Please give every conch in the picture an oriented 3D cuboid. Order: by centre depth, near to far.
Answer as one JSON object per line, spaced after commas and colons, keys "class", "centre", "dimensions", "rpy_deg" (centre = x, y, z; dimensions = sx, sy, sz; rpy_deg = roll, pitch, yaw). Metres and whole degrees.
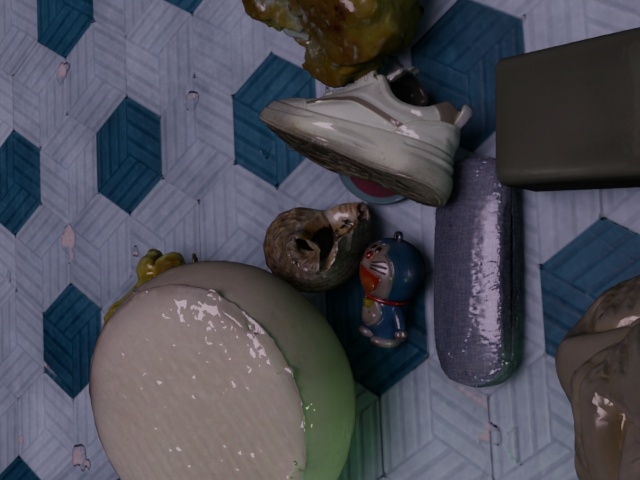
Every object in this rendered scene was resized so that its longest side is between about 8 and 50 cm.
{"class": "conch", "centre": [0.000, 0.000, 1.340], "dimensions": [0.130, 0.207, 0.155], "rpy_deg": [38, 89, -4]}

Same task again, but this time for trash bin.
{"class": "trash bin", "centre": [0.321, -0.141, 1.102], "dimensions": [0.240, 0.122, 0.164], "rpy_deg": [-1, 86, 42]}

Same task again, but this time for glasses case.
{"class": "glasses case", "centre": [0.190, 0.038, 1.229], "dimensions": [0.109, 0.067, 0.282], "rpy_deg": [-4, 85, 46]}

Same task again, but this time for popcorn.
{"class": "popcorn", "centre": [-0.232, 0.121, 1.524], "dimensions": [0.168, 0.173, 0.195], "rpy_deg": [28, 77, 1]}

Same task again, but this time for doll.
{"class": "doll", "centre": [0.089, 0.060, 1.303], "dimensions": [0.114, 0.085, 0.152], "rpy_deg": [38, 123, 55]}

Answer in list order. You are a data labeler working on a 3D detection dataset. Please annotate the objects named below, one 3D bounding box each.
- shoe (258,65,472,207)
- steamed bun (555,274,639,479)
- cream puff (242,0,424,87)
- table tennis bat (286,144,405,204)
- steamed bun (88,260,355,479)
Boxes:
{"class": "shoe", "centre": [0.065, -0.160, 1.286], "dimensions": [0.316, 0.124, 0.159], "rpy_deg": [28, 86, 37]}
{"class": "steamed bun", "centre": [0.412, 0.137, 0.899], "dimensions": [0.367, 0.342, 0.255], "rpy_deg": [-29, 94, 28]}
{"class": "cream puff", "centre": [0.024, -0.342, 1.333], "dimensions": [0.282, 0.185, 0.282], "rpy_deg": [38, 154, 22]}
{"class": "table tennis bat", "centre": [0.053, -0.131, 1.377], "dimensions": [0.244, 0.040, 0.153], "rpy_deg": [12, 93, 35]}
{"class": "steamed bun", "centre": [-0.117, 0.206, 1.350], "dimensions": [0.374, 0.241, 0.374], "rpy_deg": [5, 100, 27]}
